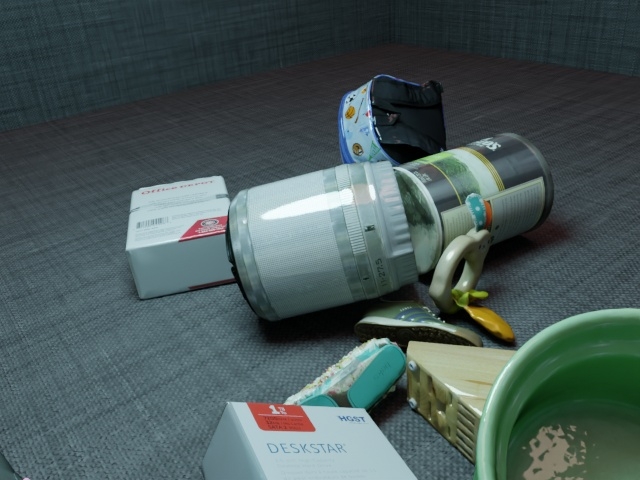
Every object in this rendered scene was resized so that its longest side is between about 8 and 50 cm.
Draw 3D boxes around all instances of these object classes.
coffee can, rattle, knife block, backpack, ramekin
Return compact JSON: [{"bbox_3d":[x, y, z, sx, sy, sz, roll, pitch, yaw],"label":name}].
[{"bbox_3d":[0.259,-0.071,1.091,0.275,0.201,0.201,-19,32,-25],"label":"coffee can"},{"bbox_3d":[0.265,0.033,0.914,0.143,0.130,0.199,19,71,54],"label":"rattle"},{"bbox_3d":[0.274,0.191,0.722,0.242,0.088,0.276,-18,31,-25],"label":"knife block"},{"bbox_3d":[0.157,-0.240,1.312,0.213,0.276,0.263,-22,-23,37],"label":"backpack"},{"bbox_3d":[0.276,0.225,0.499,0.304,0.148,0.303,-1,54,2],"label":"ramekin"}]

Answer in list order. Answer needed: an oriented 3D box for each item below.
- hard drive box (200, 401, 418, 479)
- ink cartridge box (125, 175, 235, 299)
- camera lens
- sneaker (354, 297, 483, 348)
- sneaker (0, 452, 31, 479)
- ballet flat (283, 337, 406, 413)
[{"bbox_3d":[0.010,0.263,0.554,0.181,0.089,0.232,12,17,-32],"label":"hard drive box"},{"bbox_3d":[-0.268,-0.017,1.161,0.197,0.114,0.273,-11,30,-9],"label":"ink cartridge box"},{"bbox_3d":[0.000,0.000,0.942,0.274,0.219,0.219,-14,28,6],"label":"camera lens"},{"bbox_3d":[0.154,0.124,0.885,0.192,0.064,0.086,6,35,26],"label":"sneaker"},{"bbox_3d":[-0.258,0.299,0.596,0.147,0.104,0.296,-21,38,-31],"label":"sneaker"},{"bbox_3d":[0.014,0.209,0.749,0.241,0.091,0.077,-28,3,-30],"label":"ballet flat"}]
